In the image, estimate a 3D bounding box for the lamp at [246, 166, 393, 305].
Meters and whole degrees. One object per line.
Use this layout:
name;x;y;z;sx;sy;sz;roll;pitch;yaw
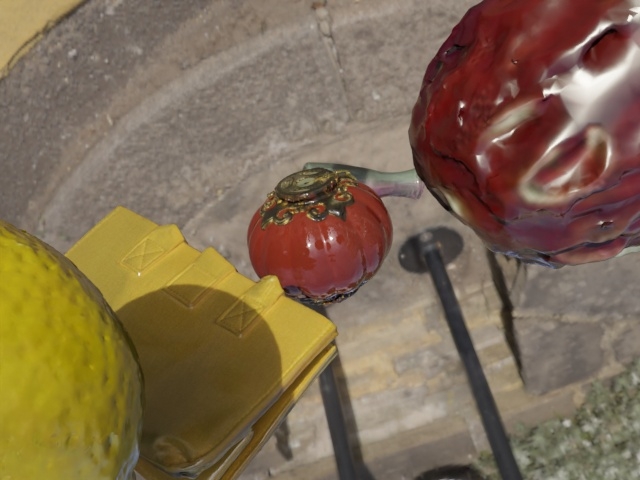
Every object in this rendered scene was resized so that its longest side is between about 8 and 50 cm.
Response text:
lamp;0.000;0.000;1.214;0.226;0.227;0.227;-8;138;-7

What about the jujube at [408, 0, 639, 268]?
jujube;0.250;-0.128;0.571;0.376;0.258;0.258;-40;136;1

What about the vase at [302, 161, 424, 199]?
vase;0.076;-0.099;1.427;0.214;0.086;0.086;-2;137;-13

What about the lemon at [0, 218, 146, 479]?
lemon;-0.246;0.102;0.503;0.267;0.267;0.267;-8;138;-7

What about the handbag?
handbag;-0.199;0.127;1.007;0.283;0.401;0.133;-49;145;-25
